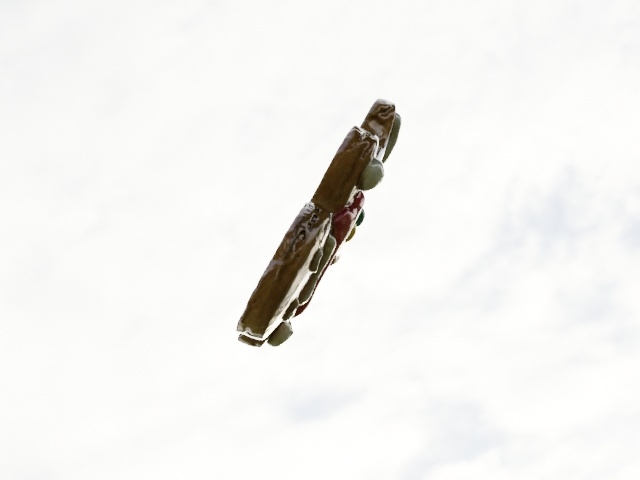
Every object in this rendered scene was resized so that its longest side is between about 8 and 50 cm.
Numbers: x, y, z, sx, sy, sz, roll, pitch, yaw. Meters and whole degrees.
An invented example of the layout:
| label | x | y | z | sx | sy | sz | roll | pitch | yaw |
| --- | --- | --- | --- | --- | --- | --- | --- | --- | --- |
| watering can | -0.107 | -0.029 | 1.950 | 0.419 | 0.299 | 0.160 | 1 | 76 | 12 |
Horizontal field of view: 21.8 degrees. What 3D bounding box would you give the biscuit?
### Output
| label | x | y | z | sx | sy | sz | roll | pitch | yaw |
| --- | --- | --- | --- | --- | --- | --- | --- | --- | --- |
| biscuit | 0.000 | 0.000 | 1.408 | 0.216 | 0.047 | 0.340 | -63 | -2 | 16 |
